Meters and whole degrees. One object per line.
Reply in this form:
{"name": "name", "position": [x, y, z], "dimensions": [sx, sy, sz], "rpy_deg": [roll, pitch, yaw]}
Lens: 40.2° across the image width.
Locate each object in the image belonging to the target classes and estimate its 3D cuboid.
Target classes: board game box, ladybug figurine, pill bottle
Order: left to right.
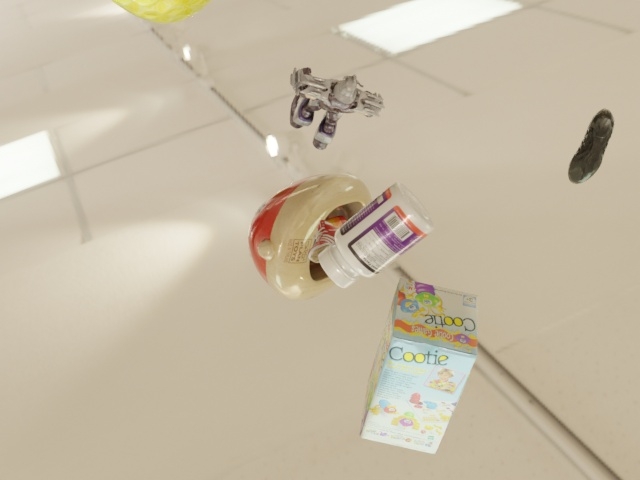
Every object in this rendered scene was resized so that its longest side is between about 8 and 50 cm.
{"name": "ladybug figurine", "position": [-0.030, -0.021, 2.043], "dimensions": [0.162, 0.305, 0.449], "rpy_deg": [21, -165, 25]}
{"name": "pill bottle", "position": [0.093, -0.004, 1.525], "dimensions": [0.193, 0.108, 0.108], "rpy_deg": [-39, -157, 18]}
{"name": "board game box", "position": [0.169, 0.222, 1.519], "dimensions": [0.144, 0.275, 0.142], "rpy_deg": [13, -138, 0]}

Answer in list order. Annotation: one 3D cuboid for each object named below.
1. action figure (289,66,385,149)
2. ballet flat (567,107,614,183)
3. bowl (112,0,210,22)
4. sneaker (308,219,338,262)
{"name": "action figure", "position": [0.017, -0.270, 1.696], "dimensions": [0.099, 0.185, 0.285], "rpy_deg": [-68, -167, -15]}
{"name": "ballet flat", "position": [0.553, -0.188, 1.775], "dimensions": [0.057, 0.173, 0.049], "rpy_deg": [24, -142, 9]}
{"name": "bowl", "position": [-0.185, -0.442, 1.120], "dimensions": [0.156, 0.289, 0.289], "rpy_deg": [-12, -155, 35]}
{"name": "sneaker", "position": [0.000, 0.000, 1.641], "dimensions": [0.067, 0.042, 0.118], "rpy_deg": [40, -146, 21]}
